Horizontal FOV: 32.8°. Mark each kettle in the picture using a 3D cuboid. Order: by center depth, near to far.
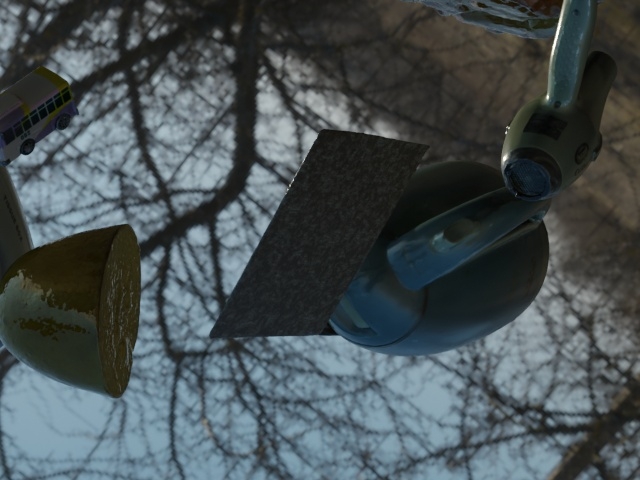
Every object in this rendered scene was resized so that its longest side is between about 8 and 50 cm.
[{"bbox_3d":[0.147,0.015,1.361,0.247,0.319,0.342,58,-151,8],"label":"kettle"}]

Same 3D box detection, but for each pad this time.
[{"bbox_3d":[0.000,0.000,1.027,0.158,0.235,0.003,4,-147,-48],"label":"pad"}]

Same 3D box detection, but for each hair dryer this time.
[{"bbox_3d":[0.241,-0.162,1.017,0.088,0.224,0.219,18,-157,19],"label":"hair dryer"}]

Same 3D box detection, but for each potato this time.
[{"bbox_3d":[-0.304,0.077,1.280,0.158,0.203,0.178,5,-173,5],"label":"potato"}]

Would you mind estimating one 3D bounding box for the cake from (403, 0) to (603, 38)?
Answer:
[{"bbox_3d":[0.193,-0.415,1.213,0.314,0.306,0.293,16,-176,-30],"label":"cake"}]

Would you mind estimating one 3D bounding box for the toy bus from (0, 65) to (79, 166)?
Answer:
[{"bbox_3d":[-0.303,-0.128,1.106,0.052,0.102,0.058,31,147,26],"label":"toy bus"}]

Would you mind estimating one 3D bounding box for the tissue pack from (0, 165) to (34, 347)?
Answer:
[{"bbox_3d":[-0.527,-0.022,1.494,0.236,0.230,0.333,-94,-6,-55],"label":"tissue pack"}]
